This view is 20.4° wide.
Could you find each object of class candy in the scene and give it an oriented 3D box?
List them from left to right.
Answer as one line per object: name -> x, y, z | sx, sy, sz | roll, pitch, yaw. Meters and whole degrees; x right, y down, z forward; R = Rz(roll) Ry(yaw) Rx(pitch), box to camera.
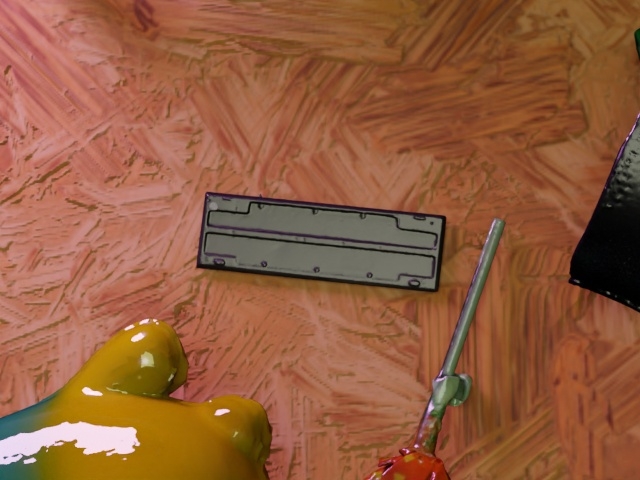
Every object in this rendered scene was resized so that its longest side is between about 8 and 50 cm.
candy -> 0.094, 0.116, 1.415 | 0.084, 0.078, 0.288 | 14, 78, 21

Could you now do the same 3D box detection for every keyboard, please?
keyboard -> 0.000, 0.000, 1.462 | 0.202, 0.011, 0.067 | 6, 87, 8

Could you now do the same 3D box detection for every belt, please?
belt -> 0.260, -0.046, 1.358 | 0.078, 0.151, 0.198 | 24, 110, 11

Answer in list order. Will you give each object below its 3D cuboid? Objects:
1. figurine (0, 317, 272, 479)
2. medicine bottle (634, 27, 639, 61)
figurine -> -0.194, 0.231, 1.358 | 0.340, 0.231, 0.324 | -10, 78, 12
medicine bottle -> 0.400, -0.184, 1.392 | 0.309, 0.076, 0.111 | -15, 87, 6
